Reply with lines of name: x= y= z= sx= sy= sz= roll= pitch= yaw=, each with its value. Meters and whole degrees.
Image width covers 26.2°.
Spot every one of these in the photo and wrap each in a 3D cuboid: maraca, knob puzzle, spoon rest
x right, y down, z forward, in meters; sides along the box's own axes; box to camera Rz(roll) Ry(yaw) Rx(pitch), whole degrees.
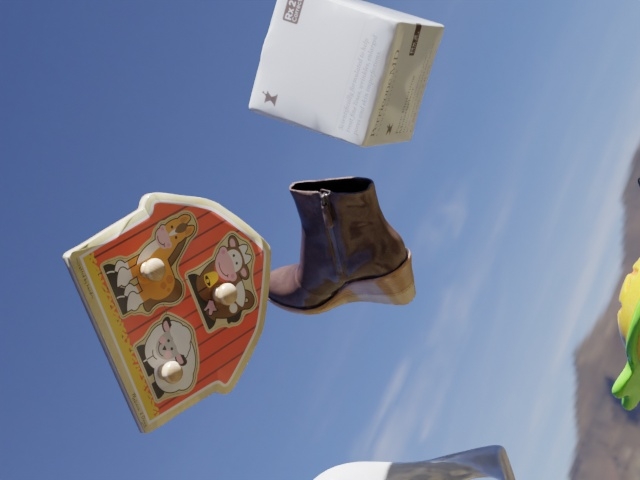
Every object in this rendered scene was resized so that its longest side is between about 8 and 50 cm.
maraca: x=0.322 y=0.075 z=1.266 sx=0.127 sy=0.099 sz=0.186 roll=-10 pitch=-55 yaw=-38
knob puzzle: x=-0.108 y=0.047 z=1.191 sx=0.213 sy=0.030 sz=0.213 roll=3 pitch=-94 yaw=-41
spoon rest: x=0.101 y=0.322 z=1.710 sx=0.084 sy=0.276 sz=0.137 roll=-154 pitch=46 yaw=-80

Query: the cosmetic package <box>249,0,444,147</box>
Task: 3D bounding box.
cosmetic package: x=0.033 y=-0.204 z=1.617 sx=0.183 sy=0.151 sz=0.151 roll=-19 pitch=-53 yaw=-67

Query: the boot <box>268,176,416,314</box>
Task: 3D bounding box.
boot: x=0.000 y=0.000 z=1.849 sx=0.090 sy=0.248 sz=0.207 roll=-60 pitch=-43 yaw=-41

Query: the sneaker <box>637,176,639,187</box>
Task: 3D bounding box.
sneaker: x=0.608 y=-0.189 z=2.260 sx=0.109 sy=0.130 sz=0.286 roll=-2 pitch=-68 yaw=-68
